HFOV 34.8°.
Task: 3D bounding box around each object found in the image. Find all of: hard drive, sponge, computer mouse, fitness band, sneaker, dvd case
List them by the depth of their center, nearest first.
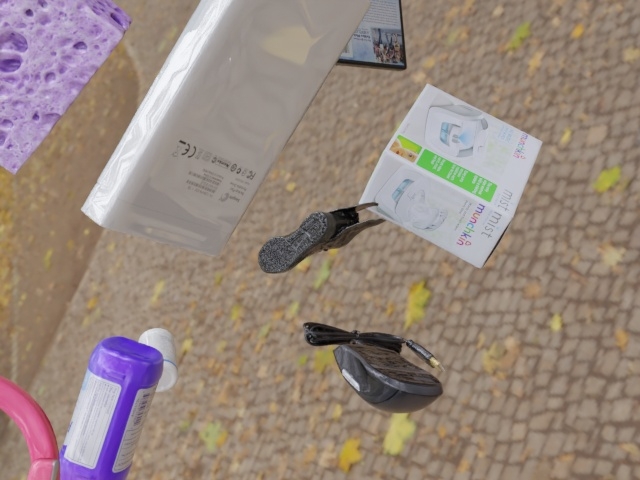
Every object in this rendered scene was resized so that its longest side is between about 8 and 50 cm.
[{"bbox_3d":[-0.219,-0.143,0.557,0.117,0.210,0.031,-43,18,26],"label":"sponge"},{"bbox_3d":[-0.369,0.269,0.999,0.054,0.209,0.290,97,-175,-83],"label":"fitness band"},{"bbox_3d":[-0.094,-0.155,1.125,0.047,0.233,0.353,35,97,27],"label":"hard drive"},{"bbox_3d":[0.099,0.179,1.354,0.262,0.184,0.060,26,104,58],"label":"computer mouse"},{"bbox_3d":[-0.001,-0.002,1.376,0.170,0.089,0.051,-34,70,38],"label":"sneaker"},{"bbox_3d":[0.074,-0.437,1.854,0.022,0.180,0.253,-11,82,53],"label":"dvd case"}]

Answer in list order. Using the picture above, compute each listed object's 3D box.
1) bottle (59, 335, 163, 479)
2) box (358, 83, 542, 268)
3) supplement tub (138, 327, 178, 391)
[{"bbox_3d":[-0.288,0.270,1.333,0.118,0.092,0.282,-57,-14,-84],"label":"bottle"},{"bbox_3d":[0.222,-0.111,1.707,0.262,0.231,0.126,-55,-8,-51],"label":"box"},{"bbox_3d":[-0.299,0.220,1.879,0.071,0.071,0.107,-51,30,21],"label":"supplement tub"}]
